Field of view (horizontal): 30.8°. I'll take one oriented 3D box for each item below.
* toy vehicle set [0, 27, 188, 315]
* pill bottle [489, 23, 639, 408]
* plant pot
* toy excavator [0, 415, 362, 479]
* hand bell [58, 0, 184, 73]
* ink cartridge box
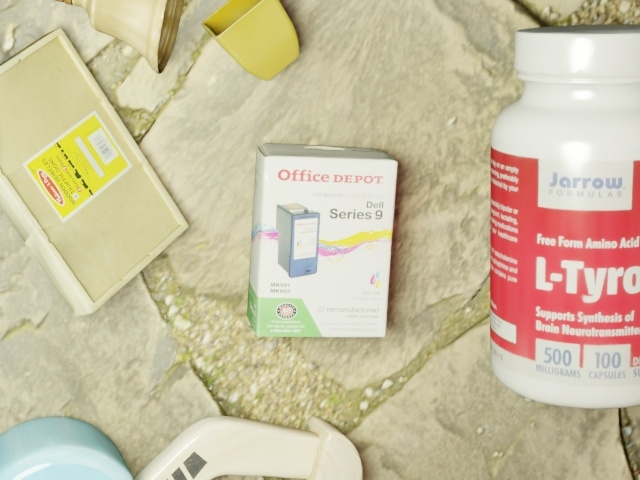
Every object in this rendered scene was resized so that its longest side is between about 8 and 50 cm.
[{"bbox_3d":[-0.271,-0.075,1.251,0.166,0.035,0.266,-44,112,-37],"label":"toy vehicle set"},{"bbox_3d":[0.307,-0.035,1.316,0.229,0.229,0.407,-5,104,-9],"label":"pill bottle"},{"bbox_3d":[-0.069,-0.225,1.281,0.081,0.081,0.083,-39,117,1],"label":"plant pot"},{"bbox_3d":[-0.226,0.303,1.325,0.433,0.222,0.445,42,85,-18],"label":"toy excavator"},{"bbox_3d":[-0.274,-0.268,1.233,0.242,0.126,0.126,14,101,-1],"label":"hand bell"},{"bbox_3d":[0.000,0.000,1.339,0.154,0.093,0.212,2,101,-10],"label":"ink cartridge box"}]
